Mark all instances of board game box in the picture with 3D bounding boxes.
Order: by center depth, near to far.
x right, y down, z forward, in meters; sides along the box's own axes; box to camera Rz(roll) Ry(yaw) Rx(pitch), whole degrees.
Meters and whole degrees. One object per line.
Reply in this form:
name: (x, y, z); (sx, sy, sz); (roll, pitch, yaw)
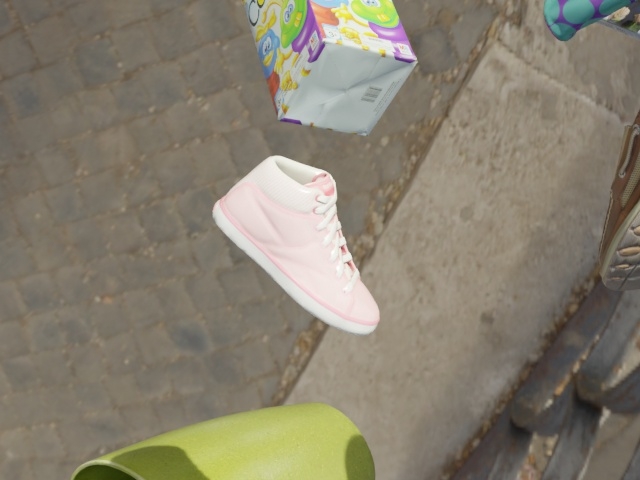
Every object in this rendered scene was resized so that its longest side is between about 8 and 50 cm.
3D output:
board game box: (0.001, -0.295, 1.407); (0.142, 0.275, 0.144); (7, 138, -28)

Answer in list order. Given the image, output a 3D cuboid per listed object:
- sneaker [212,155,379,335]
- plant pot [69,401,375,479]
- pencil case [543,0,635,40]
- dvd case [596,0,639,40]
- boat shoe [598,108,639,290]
sneaker: (0.000, 0.000, 0.683); (0.134, 0.051, 0.070); (41, 111, -4)
plant pot: (-0.081, 0.305, 1.170); (0.275, 0.293, 0.274); (21, 122, 38)
pencil case: (0.353, -0.308, 1.304); (0.152, 0.070, 0.064); (-24, 65, 38)
dvd case: (0.450, -0.347, 1.387); (0.180, 0.253, 0.022); (-46, 118, 5)
boat shoe: (0.371, -0.079, 1.100); (0.123, 0.116, 0.324); (2, 134, -15)
